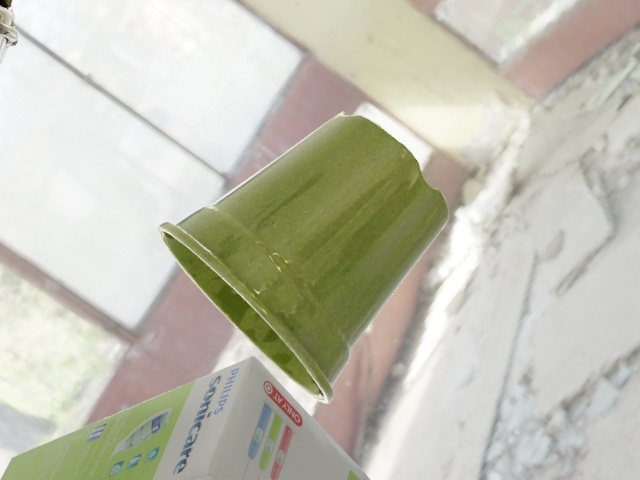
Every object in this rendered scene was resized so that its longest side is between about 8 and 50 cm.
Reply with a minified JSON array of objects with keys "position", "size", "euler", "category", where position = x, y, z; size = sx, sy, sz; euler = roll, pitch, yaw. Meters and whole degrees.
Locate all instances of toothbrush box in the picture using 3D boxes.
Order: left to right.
[{"position":[-0.108,0.238,0.913],"size":[0.283,0.206,0.122],"euler":[-25,28,33],"category":"toothbrush box"}]

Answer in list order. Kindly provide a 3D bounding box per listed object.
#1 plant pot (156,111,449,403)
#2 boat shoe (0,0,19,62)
[{"position":[0.000,0.000,1.334],"size":[0.254,0.276,0.276],"euler":[-44,9,-11],"category":"plant pot"},{"position":[-0.195,-0.112,0.565],"size":[0.120,0.122,0.324],"euler":[-61,27,13],"category":"boat shoe"}]
